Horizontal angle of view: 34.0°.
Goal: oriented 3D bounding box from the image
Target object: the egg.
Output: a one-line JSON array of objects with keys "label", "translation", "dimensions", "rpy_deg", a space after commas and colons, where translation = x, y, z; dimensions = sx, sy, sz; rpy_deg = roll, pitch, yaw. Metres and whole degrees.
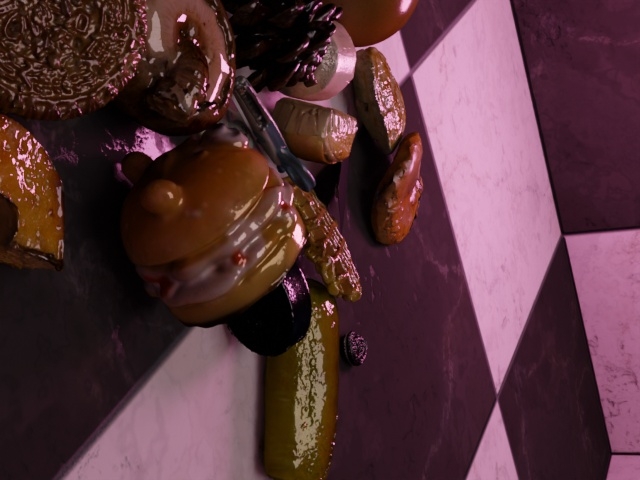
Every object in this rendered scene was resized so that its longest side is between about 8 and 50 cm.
[{"label": "egg", "translation": [0.079, -0.518, 2.093], "dimensions": [0.322, 0.250, 0.250], "rpy_deg": [-53, 131, -62]}]

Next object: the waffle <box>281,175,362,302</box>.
[{"label": "waffle", "translation": [0.001, 0.000, 1.957], "dimensions": [0.249, 0.056, 0.253], "rpy_deg": [52, 15, -40]}]

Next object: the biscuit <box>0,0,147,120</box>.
[{"label": "biscuit", "translation": [-0.352, -0.300, 1.321], "dimensions": [0.305, 0.038, 0.305], "rpy_deg": [2, 87, -37]}]

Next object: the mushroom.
[{"label": "mushroom", "translation": [-0.235, -0.278, 1.549], "dimensions": [0.297, 0.163, 0.278], "rpy_deg": [46, 37, -49]}]

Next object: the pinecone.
[{"label": "pinecone", "translation": [-0.094, -0.384, 1.762], "dimensions": [0.309, 0.244, 0.244], "rpy_deg": [54, 36, -15]}]

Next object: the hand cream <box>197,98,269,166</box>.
[{"label": "hand cream", "translation": [-0.132, -0.112, 1.809], "dimensions": [0.306, 0.093, 0.147], "rpy_deg": [62, 30, -19]}]

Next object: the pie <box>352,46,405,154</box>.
[{"label": "pie", "translation": [0.128, -0.314, 2.328], "dimensions": [0.201, 0.090, 0.248], "rpy_deg": [-72, 147, -56]}]

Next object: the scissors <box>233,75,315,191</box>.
[{"label": "scissors", "translation": [-0.091, -0.185, 1.792], "dimensions": [0.041, 0.138, 0.289], "rpy_deg": [-44, 145, -8]}]

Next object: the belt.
[{"label": "belt", "translation": [-0.098, 0.092, 1.756], "dimensions": [0.078, 0.151, 0.198], "rpy_deg": [-29, 102, -56]}]

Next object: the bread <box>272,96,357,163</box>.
[{"label": "bread", "translation": [-0.012, -0.200, 1.959], "dimensions": [0.236, 0.140, 0.106], "rpy_deg": [-4, 107, -74]}]

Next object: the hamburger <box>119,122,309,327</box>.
[{"label": "hamburger", "translation": [-0.174, -0.038, 1.533], "dimensions": [0.237, 0.276, 0.276], "rpy_deg": [55, 38, -27]}]

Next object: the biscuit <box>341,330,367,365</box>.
[{"label": "biscuit", "translation": [0.071, 0.220, 2.186], "dimensions": [0.089, 0.027, 0.087], "rpy_deg": [-58, 136, -48]}]

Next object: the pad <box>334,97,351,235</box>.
[{"label": "pad", "translation": [0.048, -0.146, 2.137], "dimensions": [0.160, 0.009, 0.265], "rpy_deg": [85, 10, -49]}]

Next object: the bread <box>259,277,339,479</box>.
[{"label": "bread", "translation": [-0.027, 0.255, 1.898], "dimensions": [0.166, 0.112, 0.384], "rpy_deg": [25, 64, -60]}]

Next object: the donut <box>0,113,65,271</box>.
[{"label": "donut", "translation": [-0.398, -0.069, 1.254], "dimensions": [0.259, 0.101, 0.152], "rpy_deg": [39, 51, -53]}]

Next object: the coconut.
[{"label": "coconut", "translation": [-0.017, -0.340, 1.971], "dimensions": [0.183, 0.170, 0.171], "rpy_deg": [-8, 92, -68]}]

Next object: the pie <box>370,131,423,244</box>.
[{"label": "pie", "translation": [0.185, -0.116, 2.380], "dimensions": [0.273, 0.069, 0.273], "rpy_deg": [17, 90, -73]}]
